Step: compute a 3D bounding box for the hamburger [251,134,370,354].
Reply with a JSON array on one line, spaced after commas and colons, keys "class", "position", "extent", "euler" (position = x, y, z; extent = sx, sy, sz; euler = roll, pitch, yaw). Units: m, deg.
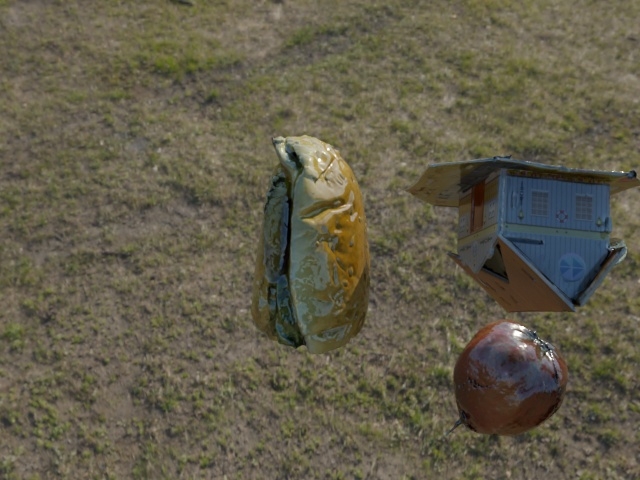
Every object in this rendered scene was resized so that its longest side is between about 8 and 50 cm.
[{"class": "hamburger", "position": [0.000, 0.000, 0.671], "extent": [0.136, 0.207, 0.155], "euler": [5, 18, -6]}]

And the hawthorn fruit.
[{"class": "hawthorn fruit", "position": [0.292, 0.245, 1.060], "extent": [0.181, 0.235, 0.181], "euler": [40, 17, -15]}]

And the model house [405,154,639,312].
[{"class": "model house", "position": [0.193, 0.008, 0.652], "extent": [0.208, 0.219, 0.135], "euler": [5, 81, -7]}]

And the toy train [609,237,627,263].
[{"class": "toy train", "position": [0.559, 0.023, 1.215], "extent": [0.043, 0.047, 0.208], "euler": [-19, -5, 30]}]
